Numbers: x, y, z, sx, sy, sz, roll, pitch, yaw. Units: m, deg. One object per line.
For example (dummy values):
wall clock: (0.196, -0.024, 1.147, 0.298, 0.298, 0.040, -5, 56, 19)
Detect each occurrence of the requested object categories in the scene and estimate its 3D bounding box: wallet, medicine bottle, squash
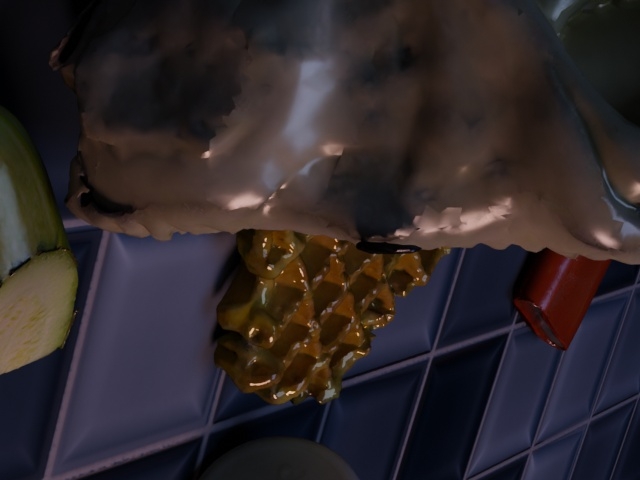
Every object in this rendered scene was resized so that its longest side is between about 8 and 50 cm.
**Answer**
wallet: (0.257, -0.003, 1.525, 0.204, 0.045, 0.142, -61, 152, -11)
medicine bottle: (-0.020, 0.233, 1.114, 0.135, 0.135, 0.168, -48, 149, -31)
squash: (-0.159, -0.005, 0.746, 0.090, 0.075, 0.200, -18, 129, -23)

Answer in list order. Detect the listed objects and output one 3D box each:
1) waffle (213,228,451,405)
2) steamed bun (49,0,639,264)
waffle: (0.000, 0.000, 1.053, 0.219, 0.057, 0.229, -51, 148, -28)
steamed bun: (0.061, -0.119, 0.799, 0.394, 0.346, 0.237, -1, 97, -34)
